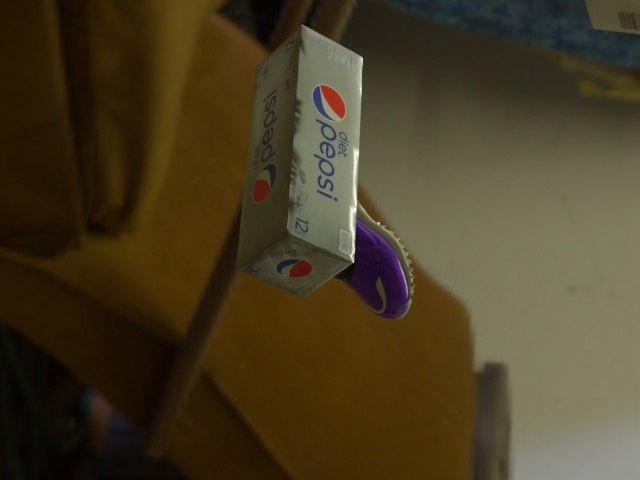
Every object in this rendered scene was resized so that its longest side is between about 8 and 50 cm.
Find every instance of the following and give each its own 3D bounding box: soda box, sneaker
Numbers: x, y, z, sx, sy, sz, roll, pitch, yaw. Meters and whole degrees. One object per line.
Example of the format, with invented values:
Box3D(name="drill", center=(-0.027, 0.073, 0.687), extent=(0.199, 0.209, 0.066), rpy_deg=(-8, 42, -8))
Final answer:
Box3D(name="soda box", center=(-0.020, -0.088, 1.759), extent=(0.098, 0.091, 0.286), rpy_deg=(-37, -141, 43))
Box3D(name="sneaker", center=(0.000, 0.000, 2.130), extent=(0.293, 0.146, 0.102), rpy_deg=(55, -36, 25))

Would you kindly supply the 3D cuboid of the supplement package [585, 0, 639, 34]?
Box3D(name="supplement package", center=(0.469, -0.403, 2.180), extent=(0.244, 0.139, 0.134), rpy_deg=(-49, 134, -29))
